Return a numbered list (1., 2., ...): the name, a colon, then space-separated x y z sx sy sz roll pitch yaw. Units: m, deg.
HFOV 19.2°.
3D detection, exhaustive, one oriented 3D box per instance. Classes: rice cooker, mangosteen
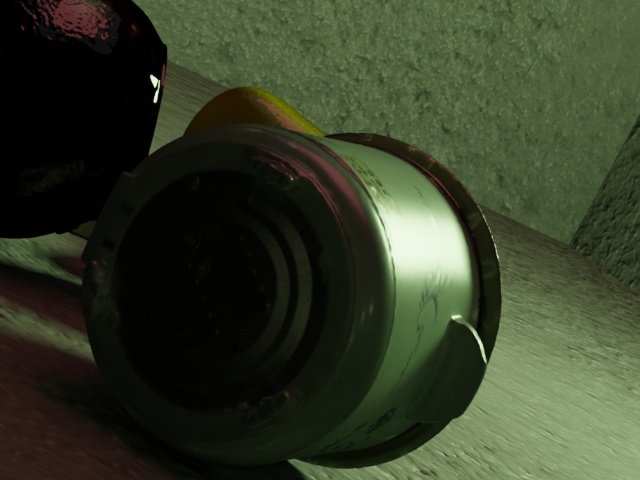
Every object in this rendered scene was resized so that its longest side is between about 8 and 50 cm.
1. rice cooker: -0.018 0.041 1.419 0.316 0.264 0.316 24 9 -4
2. mangosteen: -0.257 -0.143 1.681 0.233 0.287 0.287 7 11 -6

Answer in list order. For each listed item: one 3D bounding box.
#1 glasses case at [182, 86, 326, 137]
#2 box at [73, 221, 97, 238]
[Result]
1. glasses case: 0.000 0.000 1.989 0.371 0.173 0.141 41 8 10
2. box: -0.218 -0.040 2.007 0.141 0.058 0.201 24 8 -23
